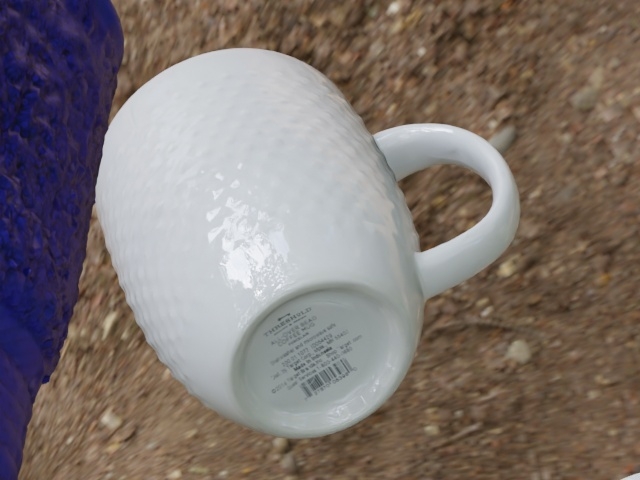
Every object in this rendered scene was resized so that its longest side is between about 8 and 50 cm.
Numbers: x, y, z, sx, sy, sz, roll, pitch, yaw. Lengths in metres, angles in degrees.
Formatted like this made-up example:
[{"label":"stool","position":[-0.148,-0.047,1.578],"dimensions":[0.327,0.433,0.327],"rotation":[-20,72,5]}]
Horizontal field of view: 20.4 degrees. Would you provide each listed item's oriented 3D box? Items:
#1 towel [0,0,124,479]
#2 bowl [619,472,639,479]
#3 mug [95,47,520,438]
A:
[{"label":"towel","position":[-0.133,0.016,0.338],"dimensions":[0.227,0.076,0.308],"rotation":[39,45,-39]},{"label":"bowl","position":[0.248,0.222,1.331],"dimensions":[0.170,0.170,0.080],"rotation":[-11,60,-12]},{"label":"mug","position":[0.000,0.000,1.633],"dimensions":[0.374,0.328,0.276],"rotation":[-21,126,-5]}]
